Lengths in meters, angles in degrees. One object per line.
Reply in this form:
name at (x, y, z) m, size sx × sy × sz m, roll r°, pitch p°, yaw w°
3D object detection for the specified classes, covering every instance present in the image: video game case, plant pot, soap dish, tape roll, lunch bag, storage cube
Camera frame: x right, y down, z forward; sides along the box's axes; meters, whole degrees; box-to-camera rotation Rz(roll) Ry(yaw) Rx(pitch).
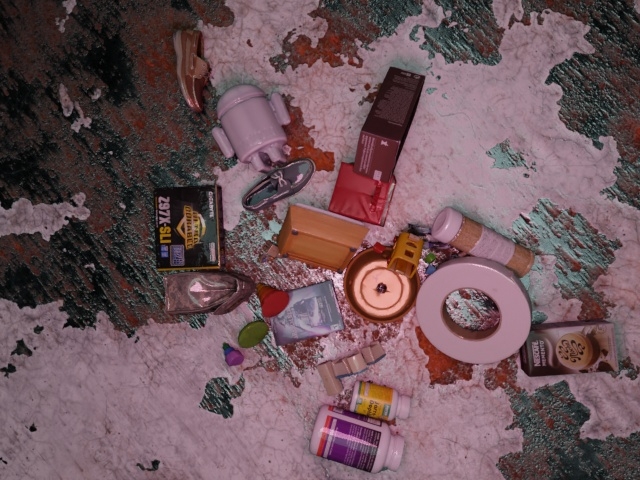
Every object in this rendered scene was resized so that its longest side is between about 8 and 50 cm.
video game case at (-0.061, 0.277, 1.961) m, size 0.274 × 0.026 × 0.196 m, roll -15°, pitch 88°, yaw 5°
plant pot at (0.218, 0.165, 1.840) m, size 0.290 × 0.203 × 0.291 m, roll 0°, pitch 91°, yaw 7°
soap dish at (0.000, 0.000, 1.828) m, size 0.290 × 0.229 × 0.118 m, roll 16°, pitch 54°, yaw -9°
tape roll at (0.529, 0.244, 1.786) m, size 0.392 × 0.072 × 0.392 m, roll 9°, pitch 112°, yaw 23°
lunch bag at (-0.395, 0.191, 1.893) m, size 0.287 × 0.235 × 0.169 m, roll -6°, pitch 84°, yaw 7°
storage cube at (0.154, -0.163, 1.846) m, size 0.193 × 0.215 × 0.184 m, roll 16°, pitch 92°, yaw 12°

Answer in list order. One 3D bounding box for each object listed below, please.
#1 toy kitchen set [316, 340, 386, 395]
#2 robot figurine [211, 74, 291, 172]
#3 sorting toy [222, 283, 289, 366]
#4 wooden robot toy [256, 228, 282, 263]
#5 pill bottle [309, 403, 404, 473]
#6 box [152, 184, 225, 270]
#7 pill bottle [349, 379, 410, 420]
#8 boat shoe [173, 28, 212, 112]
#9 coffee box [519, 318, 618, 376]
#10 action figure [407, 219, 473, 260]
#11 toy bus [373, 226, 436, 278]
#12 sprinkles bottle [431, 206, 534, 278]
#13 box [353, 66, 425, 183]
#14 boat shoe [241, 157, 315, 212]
toy kitchen set at (0.126, 0.477, 1.922) m, size 0.207 × 0.166 × 0.122 m, roll -26°, pitch 86°, yaw 42°
robot figurine at (-0.255, -0.426, 1.896) m, size 0.300 × 0.200 × 0.353 m, roll -28°, pitch 87°, yaw 7°
sorting toy at (-0.269, 0.304, 1.949) m, size 0.126 × 0.127 × 0.365 m, roll 43°, pitch 104°, yaw 36°
wooden robot toy at (-0.168, 0.033, 1.966) m, size 0.079 × 0.076 × 0.173 m, roll 33°, pitch 94°, yaw -30°
pill bottle at (0.131, 0.725, 1.859) m, size 0.323 × 0.181 × 0.182 m, roll 16°, pitch 92°, yaw 7°
box at (-0.508, -0.048, 1.988) m, size 0.257 × 0.079 × 0.322 m, roll -2°, pitch 90°, yaw 8°
pill bottle at (0.218, 0.591, 1.880) m, size 0.208 × 0.117 × 0.118 m, roll 12°, pitch 91°, yaw 4°
boat shoe at (-0.481, -0.657, 1.966) m, size 0.116 × 0.123 × 0.324 m, roll -9°, pitch 90°, yaw 4°
coffee box at (0.862, 0.377, 1.806) m, size 0.297 × 0.119 × 0.168 m, roll -7°, pitch 89°, yaw 6°
action figure at (0.459, 0.002, 1.867) m, size 0.285 × 0.099 × 0.185 m, roll 4°, pitch 81°, yaw 3°
toy bus at (0.296, 0.023, 1.722) m, size 0.191 × 0.104 × 0.202 m, roll -16°, pitch 60°, yaw -26°
sprinkles bottle at (0.563, 0.010, 1.779) m, size 0.355 × 0.121 × 0.121 m, roll 26°, pitch 93°, yaw -11°
box at (0.236, -0.399, 1.752) m, size 0.143 × 0.191 × 0.381 m, roll 17°, pitch 52°, yaw 7°
boat shoe at (-0.160, -0.208, 1.935) m, size 0.319 × 0.099 × 0.116 m, roll -31°, pitch 86°, yaw 6°
